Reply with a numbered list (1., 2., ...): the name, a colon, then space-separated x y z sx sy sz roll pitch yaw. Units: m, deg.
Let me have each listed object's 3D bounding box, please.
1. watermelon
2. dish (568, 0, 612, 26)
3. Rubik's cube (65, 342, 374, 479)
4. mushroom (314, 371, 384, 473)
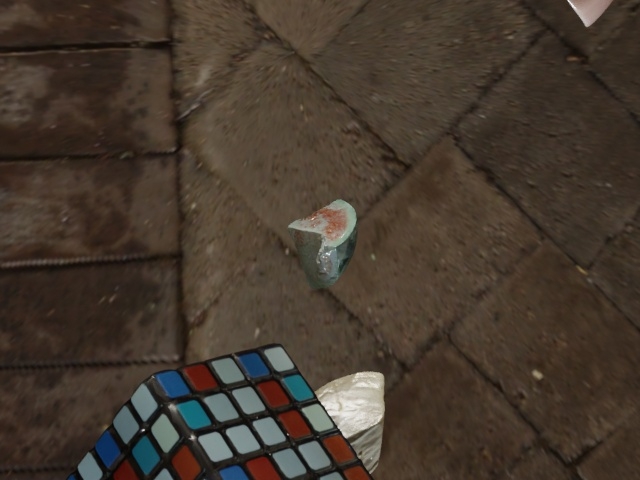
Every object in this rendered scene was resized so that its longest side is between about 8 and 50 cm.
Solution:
1. watermelon: 0.000 0.000 1.139 0.061 0.085 0.085 18 97 0
2. dish: 0.248 -0.326 1.355 0.090 0.213 0.213 -36 97 15
3. Rubik's cube: -0.093 0.227 1.217 0.184 0.187 0.182 53 124 19
4. mushroom: -0.028 0.232 1.417 0.247 0.096 0.108 -25 98 0
